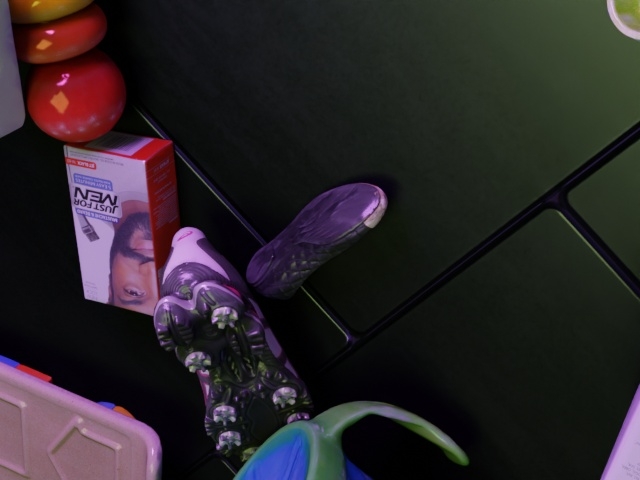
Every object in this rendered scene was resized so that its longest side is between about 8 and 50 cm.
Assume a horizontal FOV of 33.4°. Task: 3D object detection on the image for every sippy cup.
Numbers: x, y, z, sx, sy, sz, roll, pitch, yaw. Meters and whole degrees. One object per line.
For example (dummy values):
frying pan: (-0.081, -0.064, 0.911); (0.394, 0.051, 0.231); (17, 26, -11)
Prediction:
sippy cup: (0.018, 0.315, 0.948); (0.224, 0.240, 0.305); (34, 117, -13)

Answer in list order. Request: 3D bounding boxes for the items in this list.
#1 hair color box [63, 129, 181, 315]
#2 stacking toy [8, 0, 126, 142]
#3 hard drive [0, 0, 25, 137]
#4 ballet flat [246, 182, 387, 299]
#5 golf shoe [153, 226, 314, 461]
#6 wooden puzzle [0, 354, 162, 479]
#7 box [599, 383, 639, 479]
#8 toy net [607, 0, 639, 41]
hair color box: (-0.186, -0.017, 1.022); (0.093, 0.053, 0.167); (11, 122, 23)
stacking toy: (-0.237, -0.235, 0.891); (0.141, 0.141, 0.330); (3, 122, 27)
hard drive: (-0.359, -0.253, 0.904); (0.307, 0.040, 0.203); (48, 154, 17)
ballet flat: (0.000, 0.000, 0.942); (0.049, 0.057, 0.173); (22, 139, -34)
golf shoe: (-0.075, 0.105, 1.009); (0.105, 0.120, 0.273); (-16, 133, 2)
wooden puzzle: (-0.311, 0.278, 1.245); (0.348, 0.080, 0.322); (22, 124, 23)
box: (0.258, 0.067, 0.709); (0.058, 0.232, 0.322); (25, 126, 17)
toy net: (0.291, -0.174, 0.644); (0.232, 0.045, 0.122); (-35, 61, 36)
